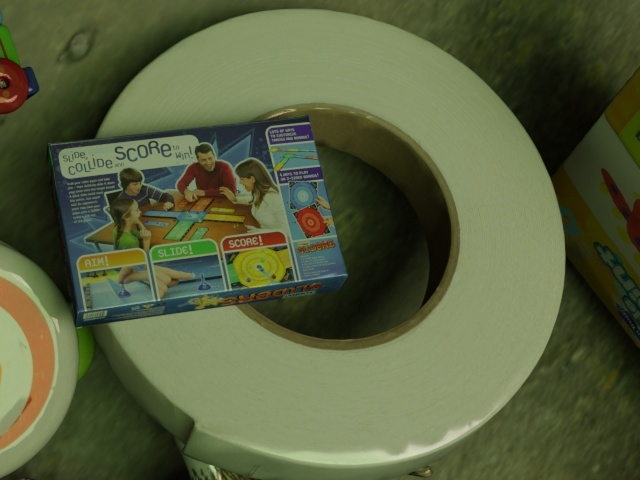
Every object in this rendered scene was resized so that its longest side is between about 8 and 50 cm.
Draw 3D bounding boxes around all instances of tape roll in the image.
[{"bbox_3d":[0.000,0.000,1.220,0.392,0.072,0.392,5,66,-11],"label":"tape roll"}]

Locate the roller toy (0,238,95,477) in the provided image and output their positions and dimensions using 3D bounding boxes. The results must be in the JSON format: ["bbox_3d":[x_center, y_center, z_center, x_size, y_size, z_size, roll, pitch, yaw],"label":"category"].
[{"bbox_3d":[-0.286,0.087,1.169,0.209,0.146,0.191,-42,110,-12],"label":"roller toy"}]

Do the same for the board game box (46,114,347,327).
[{"bbox_3d":[-0.092,-0.017,1.146,0.201,0.035,0.136,-7,69,-15],"label":"board game box"}]

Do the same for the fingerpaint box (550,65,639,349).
[{"bbox_3d":[0.404,0.048,1.250,0.163,0.371,0.445,-34,79,-16],"label":"fingerpaint box"}]

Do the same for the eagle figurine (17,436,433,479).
[{"bbox_3d":[-0.100,0.231,1.233,0.298,0.226,0.225,-30,78,-37],"label":"eagle figurine"}]

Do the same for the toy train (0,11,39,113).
[{"bbox_3d":[-0.346,-0.128,1.136,0.248,0.105,0.143,-21,93,-26],"label":"toy train"}]
